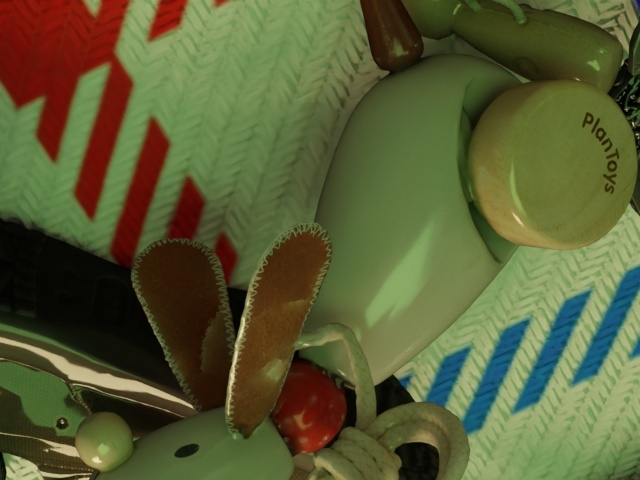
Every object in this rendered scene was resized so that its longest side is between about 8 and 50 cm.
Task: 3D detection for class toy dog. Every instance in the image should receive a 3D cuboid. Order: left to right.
[{"bbox_3d":[0.000,0.000,0.671,0.220,0.334,0.161,-18,117,49],"label":"toy dog"}]

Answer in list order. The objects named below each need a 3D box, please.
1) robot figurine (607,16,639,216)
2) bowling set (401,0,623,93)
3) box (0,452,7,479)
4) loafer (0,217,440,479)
[{"bbox_3d":[0.259,-0.134,0.743,0.211,0.085,0.291,2,116,-8],"label":"robot figurine"},{"bbox_3d":[0.096,-0.213,0.650,0.154,0.287,0.200,26,75,21],"label":"bowling set"},{"bbox_3d":[-0.277,0.186,0.776,0.184,0.191,0.045,-10,119,-2],"label":"box"},{"bbox_3d":[-0.102,0.095,0.799,0.366,0.134,0.130,23,117,-7],"label":"loafer"}]
